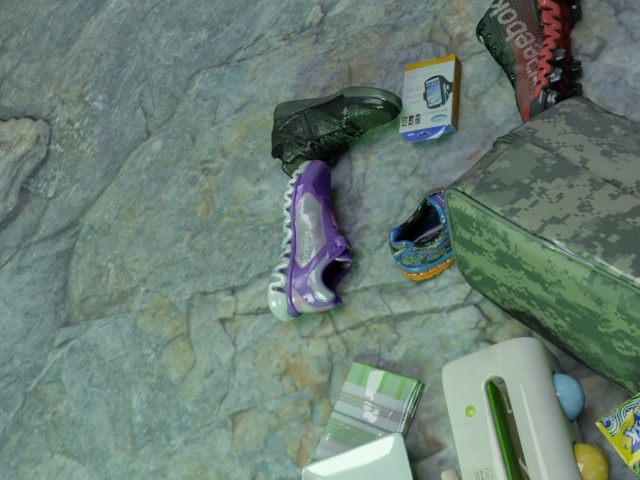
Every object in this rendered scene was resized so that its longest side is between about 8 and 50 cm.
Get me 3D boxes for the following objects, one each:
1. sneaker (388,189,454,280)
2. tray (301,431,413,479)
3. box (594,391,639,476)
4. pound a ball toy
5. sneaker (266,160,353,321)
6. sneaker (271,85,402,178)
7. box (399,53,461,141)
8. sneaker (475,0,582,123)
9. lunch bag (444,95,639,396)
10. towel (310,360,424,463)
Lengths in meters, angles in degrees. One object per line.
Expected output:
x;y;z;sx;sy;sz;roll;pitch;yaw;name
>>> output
0.179;-0.036;1.116;0.221;0.087;0.083;-42;51;7;sneaker
0.065;0.367;0.984;0.145;0.030;0.270;-26;56;21;tray
0.326;0.200;0.842;0.059;0.169;0.054;-38;52;11;box
0.216;0.253;0.861;0.136;0.208;0.319;-23;55;21;pound a ball toy
0.000;0.000;1.216;0.105;0.095;0.236;-1;70;25;sneaker
0.018;-0.152;1.285;0.228;0.087;0.130;-6;65;34;sneaker
0.159;-0.200;1.256;0.081;0.028;0.136;-7;65;30;box
0.275;-0.253;1.164;0.135;0.097;0.276;-8;60;29;sneaker
0.327;-0.014;0.933;0.256;0.212;0.305;-43;51;-16;lunch bag
0.056;0.233;1.094;0.113;0.023;0.152;12;73;36;towel
